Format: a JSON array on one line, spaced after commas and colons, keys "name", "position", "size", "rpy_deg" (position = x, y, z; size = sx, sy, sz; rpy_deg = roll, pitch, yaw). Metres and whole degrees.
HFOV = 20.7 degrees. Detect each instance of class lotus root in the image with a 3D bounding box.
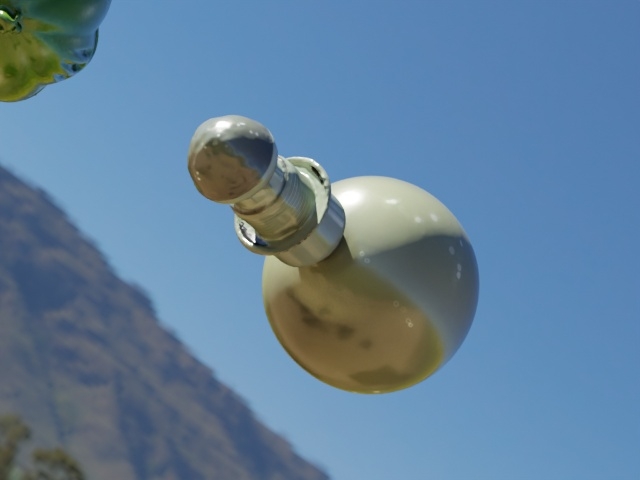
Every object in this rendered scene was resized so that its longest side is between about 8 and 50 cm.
[{"name": "lotus root", "position": [-0.249, -0.184, 1.386], "size": [0.186, 0.186, 0.186], "rpy_deg": [33, -14, 9]}]

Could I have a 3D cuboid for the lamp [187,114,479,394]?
[{"name": "lamp", "position": [0.000, 0.000, 0.697], "size": [0.091, 0.091, 0.163], "rpy_deg": [23, -12, 40]}]
